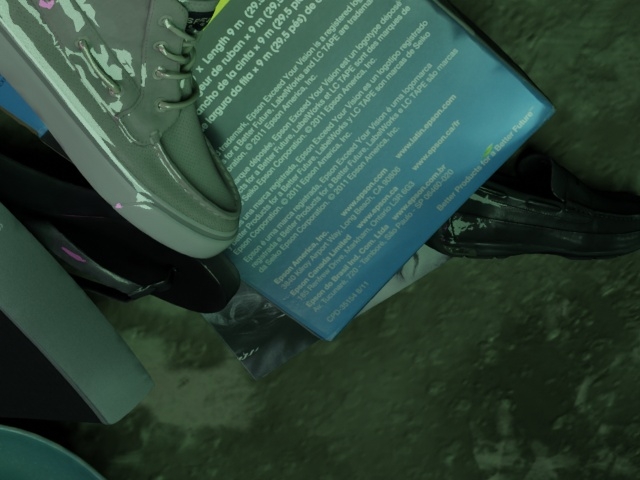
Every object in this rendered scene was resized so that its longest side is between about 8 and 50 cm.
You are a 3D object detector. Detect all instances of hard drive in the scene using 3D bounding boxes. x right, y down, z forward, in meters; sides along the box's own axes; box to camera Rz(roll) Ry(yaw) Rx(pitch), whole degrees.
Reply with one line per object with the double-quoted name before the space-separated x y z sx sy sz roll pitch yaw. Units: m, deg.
"hard drive" -0.243 0.047 1.079 0.172 0.054 0.254 0 143 29

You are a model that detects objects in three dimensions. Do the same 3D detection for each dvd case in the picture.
"dvd case" 0.000 0.000 1.219 0.221 0.018 0.164 -33 126 4

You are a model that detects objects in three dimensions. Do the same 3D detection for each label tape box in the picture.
"label tape box" -0.043 -0.118 1.068 0.334 0.106 0.240 37 105 -25

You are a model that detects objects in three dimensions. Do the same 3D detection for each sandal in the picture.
"sandal" -0.177 0.000 1.063 0.255 0.054 0.097 21 152 6

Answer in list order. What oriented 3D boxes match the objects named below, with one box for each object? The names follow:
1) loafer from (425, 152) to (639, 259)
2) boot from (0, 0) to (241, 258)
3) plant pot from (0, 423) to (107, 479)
"loafer" 0.177 -0.029 1.221 0.223 0.076 0.078 0 108 -27
"boot" -0.104 -0.105 0.939 0.123 0.095 0.258 -31 119 23
"plant pot" -0.287 0.307 1.195 0.290 0.290 0.195 5 152 -22
